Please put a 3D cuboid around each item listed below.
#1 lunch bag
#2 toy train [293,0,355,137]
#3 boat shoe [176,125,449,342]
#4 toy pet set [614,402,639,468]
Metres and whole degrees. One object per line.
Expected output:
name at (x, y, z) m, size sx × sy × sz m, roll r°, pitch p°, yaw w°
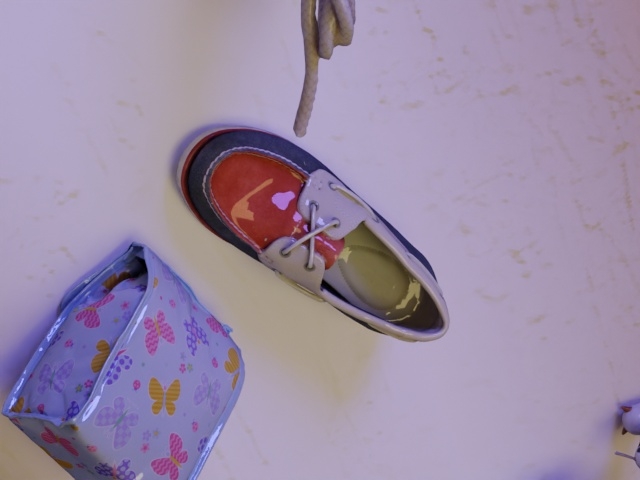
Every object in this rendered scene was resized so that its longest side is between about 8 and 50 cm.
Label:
lunch bag at (-0.071, 0.053, 0.698) m, size 0.071 × 0.053 × 0.083 m, roll 50°, pitch 58°, yaw -39°
toy train at (0.043, -0.169, 0.634) m, size 0.143 × 0.105 × 0.248 m, roll -21°, pitch 124°, yaw -38°
boat shoe at (0.000, 0.000, 0.722) m, size 0.049 × 0.043 × 0.137 m, roll -51°, pitch 128°, yaw 3°
toy pet set at (0.146, 0.143, 0.894) m, size 0.114 × 0.065 × 0.122 m, roll -50°, pitch 144°, yaw -48°
